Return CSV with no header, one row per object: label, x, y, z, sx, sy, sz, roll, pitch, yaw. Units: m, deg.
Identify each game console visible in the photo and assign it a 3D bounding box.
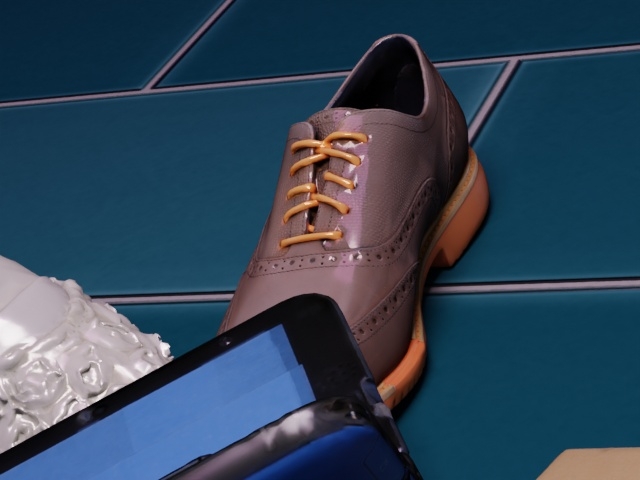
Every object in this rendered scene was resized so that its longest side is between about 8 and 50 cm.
game console,-0.116,0.116,0.812,0.293,0.250,0.173,-29,66,1

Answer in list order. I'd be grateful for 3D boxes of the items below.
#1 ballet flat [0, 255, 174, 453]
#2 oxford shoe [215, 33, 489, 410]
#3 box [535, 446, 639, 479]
ballet flat,-0.259,0.054,1.113,0.409,0.147,0.147,7,35,37
oxford shoe,0.000,0.000,1.064,0.130,0.132,0.363,-5,30,21
box,0.133,0.144,0.784,0.164,0.021,0.201,-6,18,39
